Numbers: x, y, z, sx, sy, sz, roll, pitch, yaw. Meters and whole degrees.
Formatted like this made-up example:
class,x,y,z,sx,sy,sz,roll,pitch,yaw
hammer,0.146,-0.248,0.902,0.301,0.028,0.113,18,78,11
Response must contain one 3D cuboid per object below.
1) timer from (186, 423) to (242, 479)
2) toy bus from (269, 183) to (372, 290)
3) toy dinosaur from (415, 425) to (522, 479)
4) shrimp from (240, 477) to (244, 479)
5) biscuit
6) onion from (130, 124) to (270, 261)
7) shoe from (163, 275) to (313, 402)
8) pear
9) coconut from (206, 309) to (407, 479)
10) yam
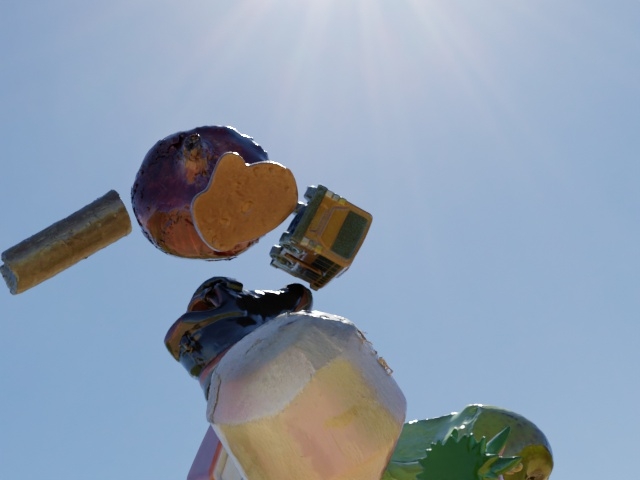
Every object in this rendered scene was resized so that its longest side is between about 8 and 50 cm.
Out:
class,x,y,z,sx,sy,sz,roll,pitch,yaw
timer,-0.080,0.380,2.487,0.257,0.250,0.161,33,-24,-19
toy bus,0.000,0.000,1.834,0.103,0.091,0.182,28,-16,-4
toy dinosaur,0.242,0.353,1.964,0.152,0.194,0.177,-23,-41,29
shrimp,-0.112,0.410,1.903,0.053,0.133,0.236,14,-60,-1
biscuit,-0.099,-0.057,1.765,0.140,0.118,0.023,-21,15,-7
onion,-0.187,-0.087,2.273,0.252,0.252,0.219,-11,-37,-8
shoe,-0.108,0.110,1.766,0.114,0.137,0.291,-54,-8,23
pear,0.222,0.366,2.176,0.281,0.286,0.176,-16,-65,12
coconut,-0.003,0.159,1.242,0.171,0.171,0.183,-28,-71,23
yam,-0.476,0.006,2.599,0.259,0.093,0.093,-31,-22,-20
